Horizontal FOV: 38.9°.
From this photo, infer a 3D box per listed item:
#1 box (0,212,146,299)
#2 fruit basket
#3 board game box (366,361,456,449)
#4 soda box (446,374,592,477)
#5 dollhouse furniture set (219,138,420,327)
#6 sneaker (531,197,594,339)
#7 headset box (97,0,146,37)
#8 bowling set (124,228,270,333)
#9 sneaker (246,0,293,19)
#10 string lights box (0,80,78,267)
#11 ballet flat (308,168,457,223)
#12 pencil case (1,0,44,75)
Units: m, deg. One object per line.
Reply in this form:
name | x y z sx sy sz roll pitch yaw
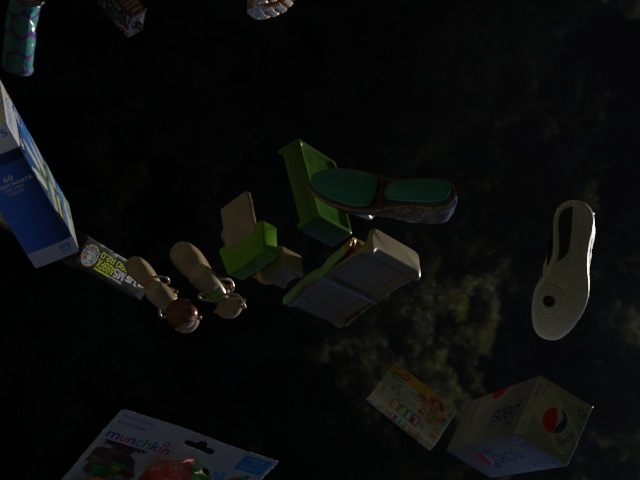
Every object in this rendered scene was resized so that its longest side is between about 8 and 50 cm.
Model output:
box | -0.499 0.017 1.819 0.270 0.216 0.060 21 -102 33
fruit basket | -0.298 0.460 1.569 0.353 0.327 0.165 -45 -144 24
board game box | 0.177 0.319 1.751 0.103 0.154 0.026 -46 171 -45
soda box | 0.290 0.285 1.363 0.098 0.091 0.286 -60 -179 -20
dollhouse furniture set | 0.000 0.000 1.486 0.197 0.301 0.151 -34 -129 25
sneaker | 0.386 0.042 1.401 0.079 0.217 0.121 14 -169 19
headset box | -0.295 -0.349 1.354 0.032 0.083 0.062 -40 177 -23
bowling set | -0.223 0.108 1.615 0.287 0.154 0.200 -16 -138 24
sneaker | -0.073 -0.495 1.640 0.215 0.083 0.084 -57 152 -7
string lights box | -0.455 -0.097 1.358 0.077 0.259 0.133 -22 -135 -6
ballet flat | 0.084 -0.052 1.226 0.206 0.067 0.073 9 -125 22
pencil case | -0.578 -0.398 1.751 0.070 0.064 0.151 -62 171 -63
